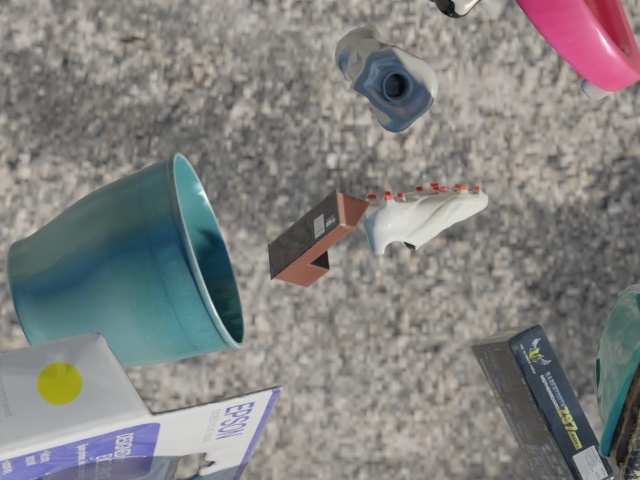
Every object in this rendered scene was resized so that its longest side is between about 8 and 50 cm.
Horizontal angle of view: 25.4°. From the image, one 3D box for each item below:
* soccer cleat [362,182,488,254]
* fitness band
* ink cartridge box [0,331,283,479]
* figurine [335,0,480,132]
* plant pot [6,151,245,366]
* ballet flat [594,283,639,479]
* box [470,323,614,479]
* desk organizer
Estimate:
[{"bbox_3d":[0.129,-0.028,1.749,0.196,0.076,0.068,-9,-168,-38],"label":"soccer cleat"},{"bbox_3d":[0.181,-0.233,1.150,0.054,0.291,0.209,-30,125,20],"label":"fitness band"},{"bbox_3d":[-0.195,0.135,0.832,0.307,0.072,0.303,-15,162,-15],"label":"ink cartridge box"},{"bbox_3d":[0.085,-0.240,1.506,0.092,0.209,0.214,22,103,-18],"label":"figurine"},{"bbox_3d":[-0.264,0.050,1.873,0.255,0.271,0.271,-18,137,4],"label":"plant pot"},{"bbox_3d":[0.323,0.136,1.179,0.182,0.483,0.164,19,95,9],"label":"ballet flat"},{"bbox_3d":[0.305,0.234,1.970,0.059,0.232,0.183,-25,178,-13],"label":"box"},{"bbox_3d":[0.000,0.000,1.548,0.050,0.047,0.130,17,142,-32],"label":"desk organizer"}]
